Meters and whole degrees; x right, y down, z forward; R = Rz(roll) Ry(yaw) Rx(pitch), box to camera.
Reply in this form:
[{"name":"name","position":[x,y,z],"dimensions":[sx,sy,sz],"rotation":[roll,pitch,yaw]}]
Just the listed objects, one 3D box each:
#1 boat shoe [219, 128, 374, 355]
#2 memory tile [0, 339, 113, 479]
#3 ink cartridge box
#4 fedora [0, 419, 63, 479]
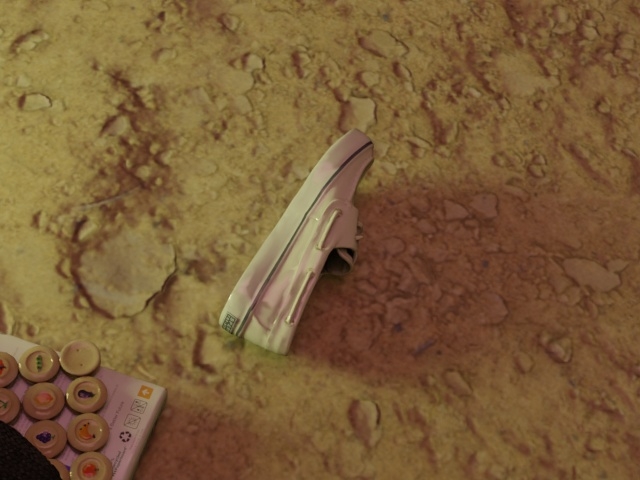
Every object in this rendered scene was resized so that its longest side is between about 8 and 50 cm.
[{"name":"boat shoe","position":[0.000,0.000,1.074],"dimensions":[0.088,0.096,0.267],"rotation":[30,58,6]},{"name":"memory tile","position":[-0.242,0.157,0.918],"dimensions":[0.113,0.012,0.148],"rotation":[-5,57,-14]},{"name":"ink cartridge box","position":[-0.269,0.190,0.927],"dimensions":[0.208,0.045,0.206],"rotation":[19,56,2]},{"name":"fedora","position":[-0.308,0.211,0.765],"dimensions":[0.334,0.334,0.152],"rotation":[16,45,1]}]
